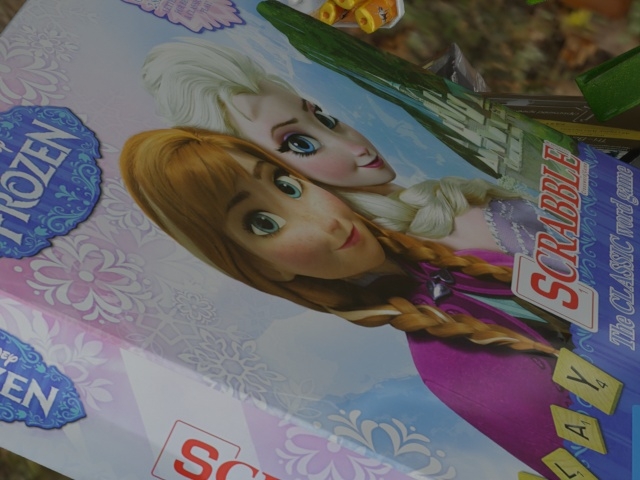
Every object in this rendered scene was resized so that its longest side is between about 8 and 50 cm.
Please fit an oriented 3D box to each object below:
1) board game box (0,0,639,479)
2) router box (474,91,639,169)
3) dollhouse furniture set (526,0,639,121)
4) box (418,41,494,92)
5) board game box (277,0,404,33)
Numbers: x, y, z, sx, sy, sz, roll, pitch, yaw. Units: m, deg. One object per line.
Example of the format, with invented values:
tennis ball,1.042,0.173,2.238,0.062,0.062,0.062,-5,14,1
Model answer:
board game box,0.001,0.008,0.755,0.318,0.318,0.066,24,119,-5
router box,0.132,-0.054,1.492,0.243,0.309,0.081,-31,121,-56
dollhouse furniture set,0.310,-0.248,1.424,0.301,0.151,0.197,-27,88,-30
box,0.000,0.000,1.862,0.395,0.318,0.097,-31,118,20
board game box,-0.122,-0.393,1.811,0.050,0.390,0.390,-41,129,-51
